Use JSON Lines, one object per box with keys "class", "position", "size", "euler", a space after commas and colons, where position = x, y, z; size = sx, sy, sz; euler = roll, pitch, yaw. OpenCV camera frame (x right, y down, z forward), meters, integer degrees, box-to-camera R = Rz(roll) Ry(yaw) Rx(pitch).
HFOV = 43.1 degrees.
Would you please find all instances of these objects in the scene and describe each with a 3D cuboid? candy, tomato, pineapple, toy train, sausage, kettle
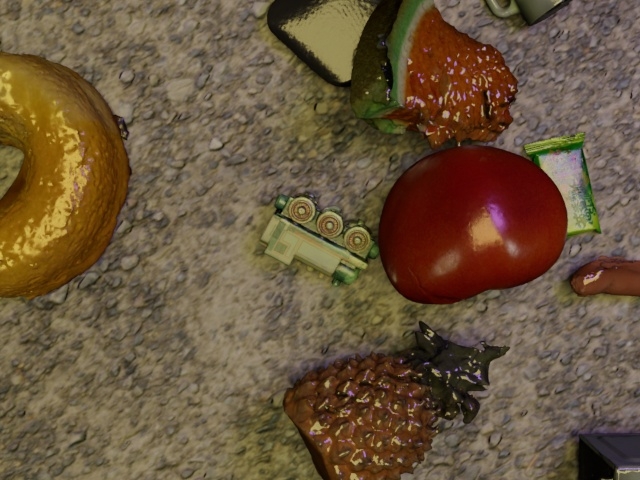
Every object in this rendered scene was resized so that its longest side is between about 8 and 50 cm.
{"class": "candy", "position": [0.411, -0.087, 1.367], "size": [0.102, 0.032, 0.178], "euler": [-12, 91, 0]}
{"class": "tomato", "position": [0.228, -0.032, 1.252], "size": [0.298, 0.298, 0.226], "euler": [-17, 90, 0]}
{"class": "pineapple", "position": [0.132, 0.250, 1.301], "size": [0.357, 0.223, 0.223], "euler": [-30, 91, -8]}
{"class": "toy train", "position": [0.000, 0.000, 1.349], "size": [0.194, 0.081, 0.125], "euler": [29, 101, -3]}
{"class": "sausage", "position": [0.564, 0.069, 1.353], "size": [0.304, 0.078, 0.078], "euler": [4, 91, -2]}
{"class": "kettle", "position": [0.340, -0.436, 1.338], "size": [0.098, 0.127, 0.148], "euler": [-32, 89, -31]}

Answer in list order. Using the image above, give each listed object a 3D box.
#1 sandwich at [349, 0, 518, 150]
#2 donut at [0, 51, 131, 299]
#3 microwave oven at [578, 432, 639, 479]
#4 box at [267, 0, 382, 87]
{"class": "sandwich", "position": [0.177, -0.246, 1.304], "size": [0.301, 0.162, 0.250], "euler": [23, 62, -24]}
{"class": "donut", "position": [-0.528, -0.132, 1.297], "size": [0.435, 0.163, 0.377], "euler": [28, 90, 0]}
{"class": "microwave oven", "position": [0.553, 0.498, 1.291], "size": [0.286, 0.218, 0.355], "euler": [-1, 92, 1]}
{"class": "box", "position": [0.040, -0.377, 1.354], "size": [0.201, 0.042, 0.212], "euler": [43, 90, -1]}
